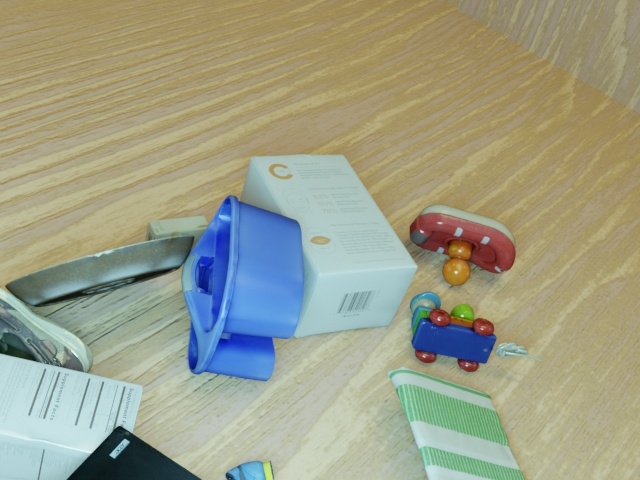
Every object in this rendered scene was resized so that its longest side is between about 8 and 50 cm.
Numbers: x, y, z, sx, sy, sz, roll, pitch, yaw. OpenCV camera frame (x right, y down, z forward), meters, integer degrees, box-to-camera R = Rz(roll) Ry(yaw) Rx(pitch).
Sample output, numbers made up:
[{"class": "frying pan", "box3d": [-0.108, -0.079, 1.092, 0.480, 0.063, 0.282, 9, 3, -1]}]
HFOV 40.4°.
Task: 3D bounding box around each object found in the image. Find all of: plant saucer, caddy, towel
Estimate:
[{"class": "plant saucer", "box3d": [-0.352, 0.055, 1.426, 0.310, 0.310, 0.050, -13, 86, -36]}, {"class": "caddy", "box3d": [-0.150, 0.079, 1.484, 0.179, 0.241, 0.341, 16, 37, -16]}, {"class": "towel", "box3d": [0.242, 0.359, 1.423, 0.248, 0.038, 0.325, 23, 33, -33]}]

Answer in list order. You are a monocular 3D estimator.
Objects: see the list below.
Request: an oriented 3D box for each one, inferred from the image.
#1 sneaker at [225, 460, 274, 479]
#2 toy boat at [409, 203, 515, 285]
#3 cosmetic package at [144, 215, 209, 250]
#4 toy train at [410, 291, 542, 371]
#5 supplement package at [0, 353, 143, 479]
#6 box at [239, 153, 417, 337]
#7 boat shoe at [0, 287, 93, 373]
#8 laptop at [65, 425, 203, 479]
[{"class": "sneaker", "box3d": [-0.095, 0.410, 1.246, 0.082, 0.069, 0.209, -8, 40, -7]}, {"class": "toy boat", "box3d": [0.300, 0.026, 1.860, 0.231, 0.151, 0.151, 16, 68, -5]}, {"class": "cosmetic package", "box3d": [-0.275, -0.009, 1.679, 0.115, 0.060, 0.041, -9, 47, -30]}, {"class": "toy train", "box3d": [0.294, 0.176, 1.690, 0.248, 0.105, 0.143, 13, 25, -10]}, {"class": "supplement package", "box3d": [-0.390, 0.268, 1.222, 0.244, 0.139, 0.134, 15, 39, -11]}, {"class": "box", "box3d": [0.000, 0.000, 1.704, 0.215, 0.168, 0.345, -4, 44, -28]}, {"class": "boat shoe", "box3d": [-0.497, 0.149, 1.352, 0.285, 0.103, 0.092, 28, 33, 1]}, {"class": "laptop", "box3d": [-0.229, 0.416, 1.097, 0.136, 0.264, 0.234, -2, 30, 34]}]
